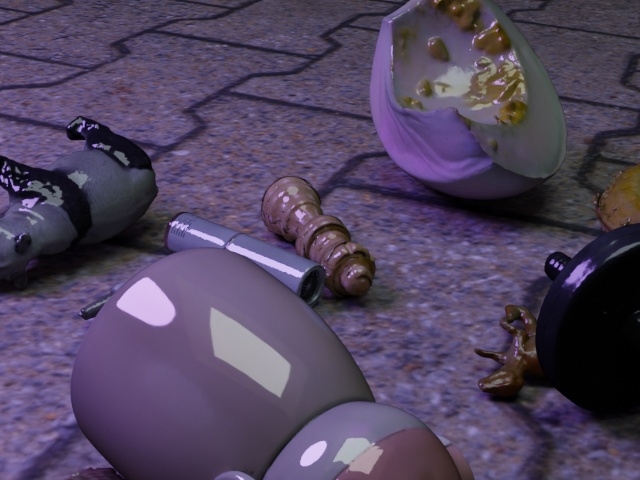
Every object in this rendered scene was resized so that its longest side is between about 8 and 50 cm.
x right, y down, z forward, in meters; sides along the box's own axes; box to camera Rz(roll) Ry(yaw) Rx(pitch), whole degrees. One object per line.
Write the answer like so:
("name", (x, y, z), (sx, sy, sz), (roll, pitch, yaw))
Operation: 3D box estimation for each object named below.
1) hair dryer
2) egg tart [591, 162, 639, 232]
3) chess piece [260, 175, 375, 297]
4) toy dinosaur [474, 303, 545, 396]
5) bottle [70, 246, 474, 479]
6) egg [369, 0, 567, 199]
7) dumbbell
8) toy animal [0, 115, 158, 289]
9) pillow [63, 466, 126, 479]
("hair dryer", (-0.109, 0.041, 0.889), (0.155, 0.044, 0.183), (19, 32, 31))
("egg tart", (0.379, 0.022, 0.918), (0.315, 0.120, 0.315), (6, 24, -3))
("chess piece", (0.001, 0.000, 0.976), (0.060, 0.060, 0.172), (-6, 28, -22))
("toy dinosaur", (0.200, 0.089, 0.839), (0.162, 0.039, 0.126), (12, 34, 4))
("bottle", (-0.018, 0.116, 0.607), (0.148, 0.147, 0.236), (-18, 40, -41))
("egg", (0.146, -0.133, 1.180), (0.206, 0.162, 0.271), (27, 46, -35))
("dumbbell", (0.247, 0.086, 0.710), (0.143, 0.143, 0.325), (-6, 27, -23))
("toy animal", (-0.239, -0.031, 0.966), (0.121, 0.093, 0.225), (24, 28, 19))
("pillow", (-0.175, 0.181, 0.556), (0.211, 0.034, 0.135), (-13, 31, -31))
